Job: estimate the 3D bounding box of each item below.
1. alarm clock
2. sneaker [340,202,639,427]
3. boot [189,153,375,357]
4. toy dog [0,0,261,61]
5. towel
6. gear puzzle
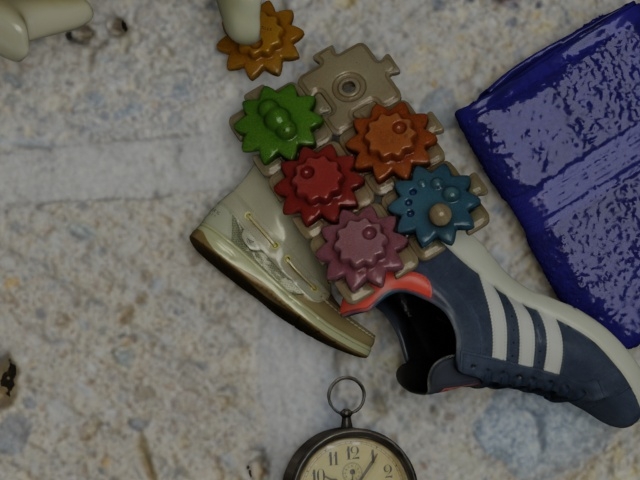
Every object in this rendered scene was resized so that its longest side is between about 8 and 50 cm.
[{"bbox_3d":[0.027,0.229,1.874,0.129,0.064,0.192,0,90,-14],"label":"alarm clock"},{"bbox_3d":[0.163,0.112,1.857,0.350,0.131,0.148,35,65,-14],"label":"sneaker"},{"bbox_3d":[0.000,0.000,1.872,0.213,0.077,0.165,38,77,-9],"label":"boot"},{"bbox_3d":[-0.255,-0.365,1.723,0.408,0.284,0.395,-4,74,-14],"label":"toy dog"},{"bbox_3d":[0.299,-0.061,1.952,0.227,0.076,0.308,-31,96,-6],"label":"towel"},{"bbox_3d":[0.013,-0.112,1.818,0.175,0.044,0.339,-30,65,-7],"label":"gear puzzle"}]
